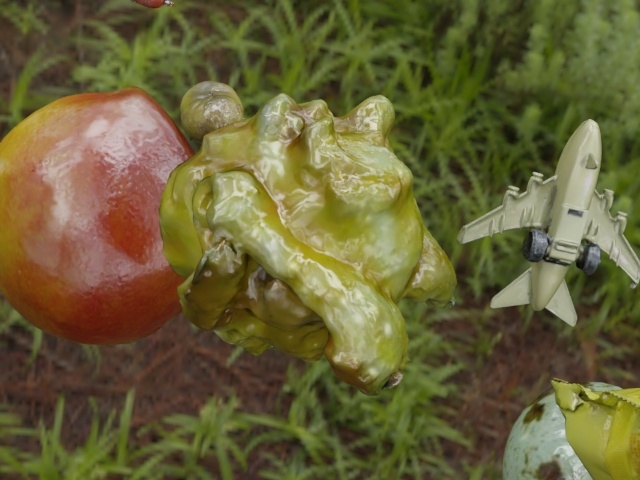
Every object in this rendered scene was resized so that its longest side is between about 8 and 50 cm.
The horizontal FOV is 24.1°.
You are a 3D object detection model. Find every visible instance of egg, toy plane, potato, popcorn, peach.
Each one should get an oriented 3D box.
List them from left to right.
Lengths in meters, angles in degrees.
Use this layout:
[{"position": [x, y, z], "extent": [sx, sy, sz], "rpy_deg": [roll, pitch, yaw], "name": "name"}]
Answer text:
[{"position": [-0.279, -0.036, 1.920], "extent": [0.308, 0.332, 0.308], "rpy_deg": [10, 7, -1], "name": "peach"}, {"position": [-0.154, -0.180, 2.134], "extent": [0.092, 0.070, 0.138], "rpy_deg": [-5, 24, -3], "name": "potato"}, {"position": [-0.003, -0.005, 1.533], "extent": [0.326, 0.290, 0.321], "rpy_deg": [4, 2, -19], "name": "popcorn"}, {"position": [0.284, -0.021, 1.754], "extent": [0.229, 0.244, 0.092], "rpy_deg": [13, 19, -11], "name": "toy plane"}, {"position": [0.262, 0.239, 1.375], "extent": [0.169, 0.169, 0.231], "rpy_deg": [-35, 99, -41], "name": "egg"}]

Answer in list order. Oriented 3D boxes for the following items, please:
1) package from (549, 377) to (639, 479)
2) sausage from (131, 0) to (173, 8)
[{"position": [0.278, 0.188, 1.143], "extent": [0.090, 0.168, 0.226], "rpy_deg": [-43, 108, -25], "name": "package"}, {"position": [-0.275, -0.302, 1.603], "extent": [0.253, 0.034, 0.034], "rpy_deg": [21, 41, -1], "name": "sausage"}]
